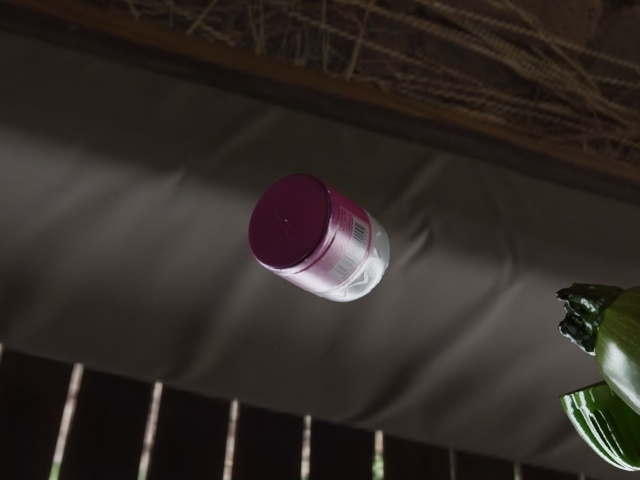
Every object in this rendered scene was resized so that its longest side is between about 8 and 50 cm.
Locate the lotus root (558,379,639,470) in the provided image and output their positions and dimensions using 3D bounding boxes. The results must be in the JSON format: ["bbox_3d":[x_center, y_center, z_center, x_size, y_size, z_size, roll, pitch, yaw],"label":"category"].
[{"bbox_3d":[0.481,0.287,1.688,0.186,0.186,0.186,1,137,1],"label":"lotus root"}]

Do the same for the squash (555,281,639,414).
[{"bbox_3d":[0.208,0.089,0.465,0.069,0.258,0.069,-26,136,-27],"label":"squash"}]

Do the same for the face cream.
[{"bbox_3d":[0.000,0.000,1.869,0.175,0.175,0.195,-25,145,26],"label":"face cream"}]
